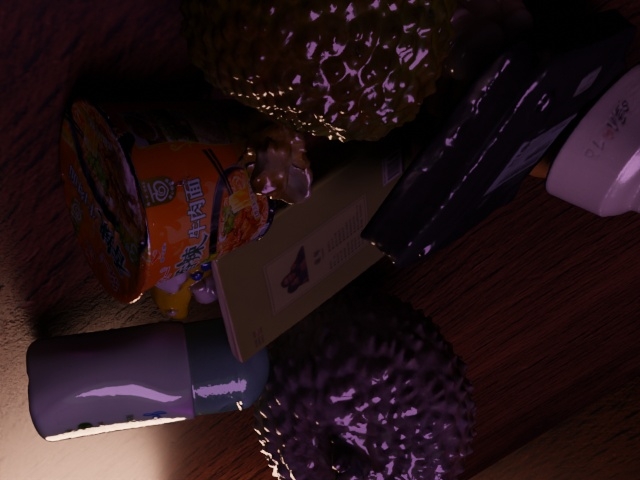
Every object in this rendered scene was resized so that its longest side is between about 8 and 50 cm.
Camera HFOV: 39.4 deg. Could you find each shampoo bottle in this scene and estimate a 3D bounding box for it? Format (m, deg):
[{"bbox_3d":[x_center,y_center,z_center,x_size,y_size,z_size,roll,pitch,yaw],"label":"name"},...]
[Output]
[{"bbox_3d":[-0.250,0.202,1.346,0.349,0.151,0.222,-8,156,-10],"label":"shampoo bottle"}]

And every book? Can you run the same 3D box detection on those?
[{"bbox_3d":[0.000,0.000,1.271,0.352,0.035,0.239,-36,146,-23],"label":"book"}]

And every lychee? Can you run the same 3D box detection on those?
[{"bbox_3d":[0.076,0.264,1.489,0.380,0.380,0.432,-43,-172,26],"label":"lychee"},{"bbox_3d":[-0.002,-0.210,0.862,0.320,0.270,0.270,-38,147,13],"label":"lychee"}]

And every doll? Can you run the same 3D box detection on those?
[{"bbox_3d":[-0.130,0.037,1.282,0.237,0.111,0.252,-20,145,-12],"label":"doll"},{"bbox_3d":[0.190,-0.229,1.120,0.154,0.119,0.278,-39,155,-4],"label":"doll"}]

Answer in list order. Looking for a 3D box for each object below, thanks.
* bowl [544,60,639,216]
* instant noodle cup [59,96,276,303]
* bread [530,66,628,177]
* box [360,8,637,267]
[{"bbox_3d":[0.434,-0.124,1.240,0.237,0.126,0.238,-37,155,-20],"label":"bowl"},{"bbox_3d":[-0.169,-0.061,1.020,0.182,0.230,0.230,-15,148,-32],"label":"instant noodle cup"},{"bbox_3d":[0.377,-0.180,1.342,0.147,0.098,0.217,-13,148,-27],"label":"bread"},{"bbox_3d":[0.234,-0.132,1.141,0.359,0.091,0.350,-28,160,-48],"label":"box"}]
